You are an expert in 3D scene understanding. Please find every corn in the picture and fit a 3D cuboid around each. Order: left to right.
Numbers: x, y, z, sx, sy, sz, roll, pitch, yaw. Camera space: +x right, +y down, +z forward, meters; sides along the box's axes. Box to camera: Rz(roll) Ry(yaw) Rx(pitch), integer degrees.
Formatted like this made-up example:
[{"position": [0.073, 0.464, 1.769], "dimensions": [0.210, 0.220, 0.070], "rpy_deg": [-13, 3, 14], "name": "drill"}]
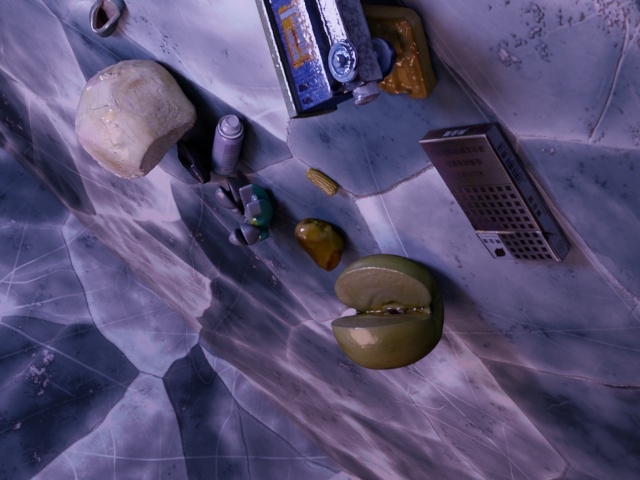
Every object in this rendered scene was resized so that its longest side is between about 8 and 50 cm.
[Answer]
[{"position": [0.003, -0.144, 2.010], "dimensions": [0.092, 0.037, 0.037], "rpy_deg": [36, 155, 6], "name": "corn"}]

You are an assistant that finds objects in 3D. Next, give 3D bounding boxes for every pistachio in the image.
[{"position": [-0.001, -0.001, 2.190], "dimensions": [0.189, 0.100, 0.110], "rpy_deg": [49, 178, -41], "name": "pistachio"}]

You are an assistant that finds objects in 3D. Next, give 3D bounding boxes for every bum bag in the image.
[{"position": [-0.343, -0.217, 2.246], "dimensions": [0.137, 0.074, 0.310], "rpy_deg": [56, 176, -8], "name": "bum bag"}]

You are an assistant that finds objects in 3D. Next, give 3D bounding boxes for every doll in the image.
[{"position": [-0.200, -0.055, 2.300], "dimensions": [0.195, 0.153, 0.258], "rpy_deg": [55, 167, 47], "name": "doll"}]

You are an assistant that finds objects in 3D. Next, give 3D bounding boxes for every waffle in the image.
[{"position": [0.084, -0.359, 1.517], "dimensions": [0.274, 0.057, 0.168], "rpy_deg": [19, 147, 37], "name": "waffle"}]

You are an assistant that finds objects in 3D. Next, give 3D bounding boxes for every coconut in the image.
[{"position": [-0.484, -0.327, 2.104], "dimensions": [0.254, 0.297, 0.297], "rpy_deg": [43, 156, -24], "name": "coconut"}]

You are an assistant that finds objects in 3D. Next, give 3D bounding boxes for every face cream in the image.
[{"position": [-0.240, -0.252, 2.129], "dimensions": [0.075, 0.075, 0.229], "rpy_deg": [38, 154, 4], "name": "face cream"}]

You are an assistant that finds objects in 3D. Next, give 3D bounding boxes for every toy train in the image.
[{"position": [0.005, -0.365, 1.419], "dimensions": [0.202, 0.131, 0.299], "rpy_deg": [-16, 91, 48], "name": "toy train"}]

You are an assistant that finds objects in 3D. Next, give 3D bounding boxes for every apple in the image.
[{"position": [0.166, 0.175, 2.023], "dimensions": [0.254, 0.292, 0.292], "rpy_deg": [-6, 134, 26], "name": "apple"}]

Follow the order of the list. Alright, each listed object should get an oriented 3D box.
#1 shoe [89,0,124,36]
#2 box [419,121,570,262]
[{"position": [-0.552, -0.556, 2.060], "dimensions": [0.079, 0.078, 0.195], "rpy_deg": [46, 151, -14], "name": "shoe"}, {"position": [0.343, -0.088, 1.616], "dimensions": [0.180, 0.047, 0.325], "rpy_deg": [2, 135, 54], "name": "box"}]
